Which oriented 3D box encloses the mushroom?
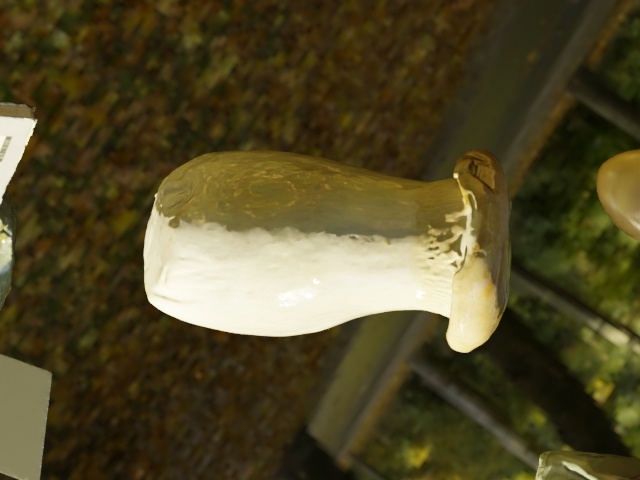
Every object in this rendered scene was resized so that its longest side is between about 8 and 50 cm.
[{"bbox_3d":[0.001,0.001,0.802,0.097,0.212,0.088,-57,132,-43],"label":"mushroom"}]

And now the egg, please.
[{"bbox_3d":[0.258,-0.037,1.308,0.071,0.083,0.071,-44,-149,35],"label":"egg"}]

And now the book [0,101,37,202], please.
[{"bbox_3d":[-0.250,-0.040,0.856,0.127,0.181,0.014,127,-41,-53],"label":"book"}]

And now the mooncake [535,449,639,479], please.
[{"bbox_3d":[0.178,0.189,0.927,0.073,0.125,0.130,-1,-106,66],"label":"mooncake"}]

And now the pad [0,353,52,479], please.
[{"bbox_3d":[-0.454,0.204,2.092,0.006,0.245,0.170,-37,141,-62],"label":"pad"}]

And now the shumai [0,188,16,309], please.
[{"bbox_3d":[-0.387,-0.038,1.511,0.218,0.189,0.256,-124,-146,-53],"label":"shumai"}]
